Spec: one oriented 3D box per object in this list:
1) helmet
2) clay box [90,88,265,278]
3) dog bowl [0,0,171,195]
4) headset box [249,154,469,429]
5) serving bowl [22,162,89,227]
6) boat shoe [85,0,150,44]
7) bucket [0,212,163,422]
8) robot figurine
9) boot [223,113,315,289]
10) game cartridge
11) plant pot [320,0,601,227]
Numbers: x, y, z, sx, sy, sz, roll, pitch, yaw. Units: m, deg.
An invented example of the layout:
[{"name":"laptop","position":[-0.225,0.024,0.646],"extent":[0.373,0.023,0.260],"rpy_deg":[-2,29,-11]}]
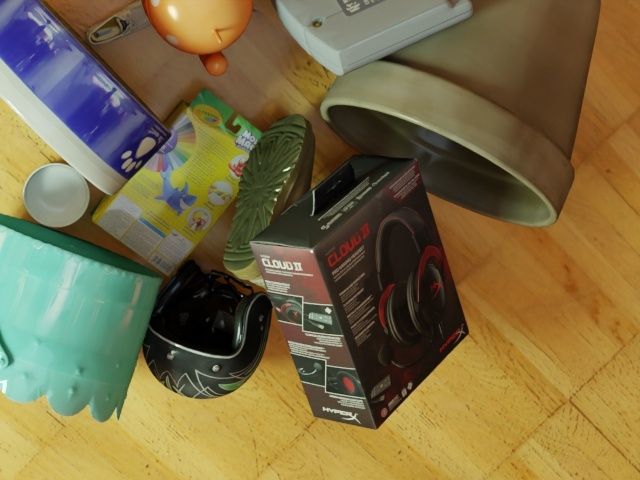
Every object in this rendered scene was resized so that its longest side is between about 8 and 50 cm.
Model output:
[{"name":"helmet","position":[-0.148,0.123,1.887],"extent":[0.169,0.169,0.161],"rpy_deg":[32,76,-17]},{"name":"clay box","position":[-0.175,-0.077,1.890],"extent":[0.127,0.053,0.222],"rpy_deg":[38,94,-20]},{"name":"dog bowl","position":[-0.299,-0.181,1.726],"extent":[0.104,0.265,0.265],"rpy_deg":[-44,109,1]},{"name":"headset box","position":[0.049,0.047,1.815],"extent":[0.218,0.110,0.293],"rpy_deg":[-41,123,-38]},{"name":"serving bowl","position":[-0.336,-0.060,1.876],"extent":[0.083,0.027,0.083],"rpy_deg":[-3,106,-11]},{"name":"boat shoe","position":[-0.244,-0.269,1.832],"extent":[0.100,0.035,0.035],"rpy_deg":[-24,108,-4]},{"name":"bucket","position":[-0.335,0.087,1.794],"extent":[0.281,0.281,0.183],"rpy_deg":[20,91,-16]},{"name":"robot figurine","position":[-0.148,-0.290,1.748],"extent":[0.128,0.219,0.158],"rpy_deg":[20,101,-16]},{"name":"boot","position":[0.000,0.000,1.904],"extent":[0.269,0.089,0.236],"rpy_deg":[36,68,-43]},{"name":"game cartridge","position":[0.034,-0.318,1.755],"extent":[0.196,0.294,0.060],"rpy_deg":[-22,138,-6]},{"name":"plant pot","position":[0.203,-0.210,1.821],"extent":[0.323,0.323,0.280],"rpy_deg":[30,80,-17]}]
